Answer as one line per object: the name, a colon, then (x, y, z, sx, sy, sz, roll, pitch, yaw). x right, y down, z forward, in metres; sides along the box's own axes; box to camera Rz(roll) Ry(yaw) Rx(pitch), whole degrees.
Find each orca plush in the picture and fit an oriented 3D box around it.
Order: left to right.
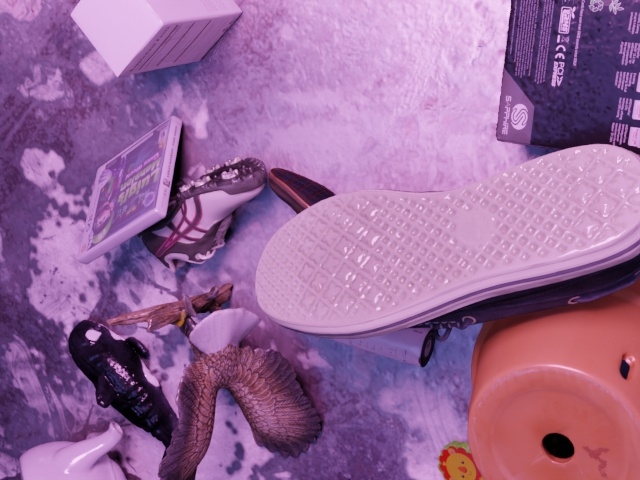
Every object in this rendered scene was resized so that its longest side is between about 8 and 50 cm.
orca plush: (-0.336, 0.264, 1.417, 0.151, 0.102, 0.287, -26, 94, 33)

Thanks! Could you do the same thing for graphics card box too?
graphics card box: (0.377, -0.192, 0.872, 0.371, 0.094, 0.233, 11, 112, 24)

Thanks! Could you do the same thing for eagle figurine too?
eagle figurine: (-0.143, 0.219, 1.254, 0.226, 0.225, 0.298, -18, 87, 22)

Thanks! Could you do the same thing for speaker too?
speaker: (0.083, 0.129, 1.168, 0.136, 0.055, 0.055, 13, 113, 25)

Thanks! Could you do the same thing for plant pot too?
plant pot: (0.294, 0.190, 0.987, 0.291, 0.203, 0.291, 10, 111, 27)

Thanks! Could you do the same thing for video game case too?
video game case: (-0.277, -0.072, 1.241, 0.190, 0.173, 0.022, -26, 137, 35)

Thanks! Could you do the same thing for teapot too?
teapot: (-0.407, 0.460, 1.483, 0.256, 0.187, 0.252, 142, 116, -64)

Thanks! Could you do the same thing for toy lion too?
toy lion: (0.209, 0.326, 1.185, 0.096, 0.034, 0.100, 1, 108, 36)

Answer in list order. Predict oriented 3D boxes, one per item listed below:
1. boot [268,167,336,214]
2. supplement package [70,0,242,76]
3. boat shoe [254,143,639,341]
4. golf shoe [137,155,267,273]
boot: (0.000, 0.000, 1.153, 0.219, 0.082, 0.106, 38, 118, 10)
supplement package: (-0.207, -0.292, 1.105, 0.105, 0.179, 0.105, -39, 86, 33)
boat shoe: (0.144, 0.023, 0.986, 0.500, 0.156, 0.187, -14, 61, 29)
golf shoe: (-0.159, -0.037, 1.222, 0.273, 0.105, 0.120, -18, 105, 43)
